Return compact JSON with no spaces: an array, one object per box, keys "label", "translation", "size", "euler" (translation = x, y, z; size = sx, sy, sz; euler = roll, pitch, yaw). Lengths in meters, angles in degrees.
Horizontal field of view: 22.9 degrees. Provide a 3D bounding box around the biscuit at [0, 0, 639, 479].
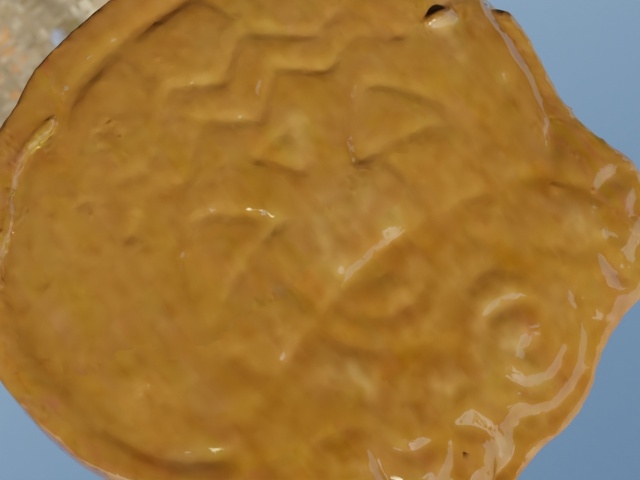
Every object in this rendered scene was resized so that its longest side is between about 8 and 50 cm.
[{"label":"biscuit","translation":[0.001,-0.001,0.910],"size":[0.385,0.365,0.062],"euler":[-44,-177,-22]}]
